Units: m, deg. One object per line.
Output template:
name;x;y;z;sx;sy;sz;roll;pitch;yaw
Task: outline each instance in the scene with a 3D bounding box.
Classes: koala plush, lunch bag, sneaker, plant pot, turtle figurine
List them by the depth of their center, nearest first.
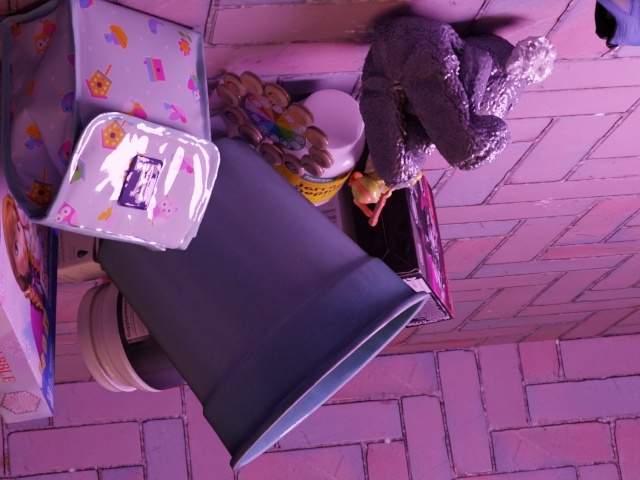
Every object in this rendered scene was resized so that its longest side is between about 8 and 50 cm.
lunch bag;-0.236;-0.124;1.724;0.160;0.262;0.223;-18;160;37
sneaker;0.400;-0.278;1.763;0.147;0.129;0.330;1;168;33
koala plush;0.176;-0.196;1.887;0.221;0.203;0.196;-22;-173;-39
plant pot;-0.092;0.063;1.998;0.341;0.334;0.341;-40;172;-7
turtle figurine;0.112;-0.118;2.061;0.217;0.087;0.269;-42;-178;-5

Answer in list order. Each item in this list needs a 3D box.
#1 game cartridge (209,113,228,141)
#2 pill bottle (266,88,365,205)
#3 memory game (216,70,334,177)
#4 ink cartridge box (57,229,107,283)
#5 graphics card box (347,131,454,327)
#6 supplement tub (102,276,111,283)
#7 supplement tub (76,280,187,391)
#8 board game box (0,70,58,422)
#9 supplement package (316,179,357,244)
game cartridge;-0.277;-0.100;2.056;0.297;0.062;0.198;-14;-175;34
pill bottle;-0.004;-0.129;2.087;0.118;0.117;0.208;-3;164;-13
memory game;-0.060;-0.148;1.966;0.186;0.012;0.186;32;156;16
ink cartridge box;-0.302;-0.033;2.251;0.203;0.148;0.086;-15;161;24
graphics card box;0.124;-0.012;2.358;0.094;0.232;0.371;-11;164;11
supplement tub;-0.216;0.060;2.548;0.194;0.193;0.316;-14;164;24
supplement tub;-0.203;0.119;2.272;0.272;0.191;0.191;-14;163;23
board game box;-0.380;-0.004;1.801;0.066;0.318;0.318;-9;140;2
supplement package;0.000;0.000;2.419;0.149;0.194;0.203;-11;165;18
